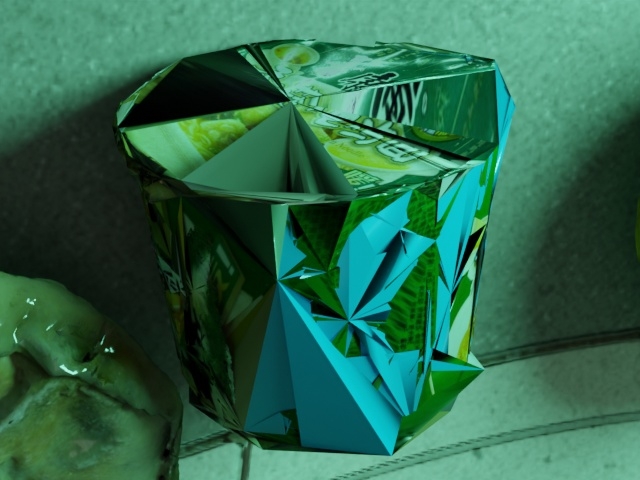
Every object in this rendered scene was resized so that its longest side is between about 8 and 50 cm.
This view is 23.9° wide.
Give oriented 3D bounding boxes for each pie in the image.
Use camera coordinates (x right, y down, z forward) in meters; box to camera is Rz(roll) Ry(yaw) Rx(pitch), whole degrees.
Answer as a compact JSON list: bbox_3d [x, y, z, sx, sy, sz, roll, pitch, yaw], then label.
[{"bbox_3d":[-0.241,0.155,0.932,0.338,0.075,0.337,-10,131,-12],"label":"pie"}]

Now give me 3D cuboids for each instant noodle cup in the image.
[{"bbox_3d":[0.000,0.000,0.904,0.240,0.240,0.178,-10,119,-12],"label":"instant noodle cup"}]

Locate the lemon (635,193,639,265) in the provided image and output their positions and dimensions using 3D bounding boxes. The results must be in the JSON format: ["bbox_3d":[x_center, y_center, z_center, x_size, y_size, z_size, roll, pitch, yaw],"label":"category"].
[{"bbox_3d":[0.327,-0.021,0.973,0.234,0.233,0.288,26,107,-22],"label":"lemon"}]
